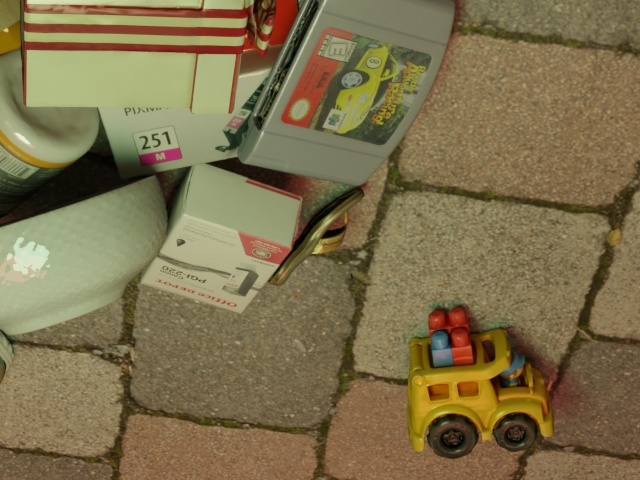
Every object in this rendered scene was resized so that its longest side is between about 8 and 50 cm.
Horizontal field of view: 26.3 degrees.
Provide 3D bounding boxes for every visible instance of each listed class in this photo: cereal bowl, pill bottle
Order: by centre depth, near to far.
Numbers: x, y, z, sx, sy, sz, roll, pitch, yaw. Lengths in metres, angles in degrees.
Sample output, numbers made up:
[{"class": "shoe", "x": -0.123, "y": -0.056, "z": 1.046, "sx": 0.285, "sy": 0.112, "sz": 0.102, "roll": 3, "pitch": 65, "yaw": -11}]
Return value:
[{"class": "pill bottle", "x": -0.421, "y": -0.119, "z": 1.745, "sx": 0.162, "sy": 0.162, "sz": 0.278, "roll": 36, "pitch": 134, "yaw": -27}, {"class": "cereal bowl", "x": -0.348, "y": 0.030, "z": 1.759, "sx": 0.339, "sy": 0.339, "sz": 0.141, "roll": -16, "pitch": 97, "yaw": 16}]

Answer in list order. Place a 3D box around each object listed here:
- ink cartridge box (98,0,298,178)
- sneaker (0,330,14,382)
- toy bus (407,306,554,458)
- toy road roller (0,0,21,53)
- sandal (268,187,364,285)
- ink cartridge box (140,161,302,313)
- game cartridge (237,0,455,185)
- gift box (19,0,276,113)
[{"class": "ink cartridge box", "x": -0.146, "y": -0.208, "z": 1.706, "sx": 0.275, "sy": 0.060, "sz": 0.239, "roll": -11, "pitch": 133, "yaw": 1}, {"class": "sneaker", "x": -0.556, "y": 0.135, "z": 2.029, "sx": 0.100, "sy": 0.108, "sz": 0.271, "roll": -20, "pitch": 127, "yaw": 22}, {"class": "toy bus", "x": 0.233, "y": 0.199, "z": 2.050, "sx": 0.220, "sy": 0.149, "sz": 0.211, "roll": -5, "pitch": 116, "yaw": 4}, {"class": "toy road roller", "x": -0.509, "y": -0.252, "z": 1.579, "sx": 0.330, "sy": 0.240, "sz": 0.202, "roll": -14, "pitch": 131, "yaw": 15}, {"class": "sandal", "x": 0.000, "y": 0.000, "z": 1.874, "sx": 0.049, "sy": 0.072, "sz": 0.180, "roll": 41, "pitch": 91, "yaw": -12}, {"class": "ink cartridge box", "x": -0.139, "y": 0.001, "z": 1.862, "sx": 0.159, "sy": 0.092, "sz": 0.218, "roll": 18, "pitch": 149, "yaw": -14}, {"class": "game cartridge", "x": 0.039, "y": -0.199, "z": 1.683, "sx": 0.196, "sy": 0.060, "sz": 0.294, "roll": 7, "pitch": 125, "yaw": -31}, {"class": "gift box", "x": -0.180, "y": -0.295, "z": 1.421, "sx": 0.258, "sy": 0.255, "sz": 0.276, "roll": 0, "pitch": 139, "yaw": -14}]
